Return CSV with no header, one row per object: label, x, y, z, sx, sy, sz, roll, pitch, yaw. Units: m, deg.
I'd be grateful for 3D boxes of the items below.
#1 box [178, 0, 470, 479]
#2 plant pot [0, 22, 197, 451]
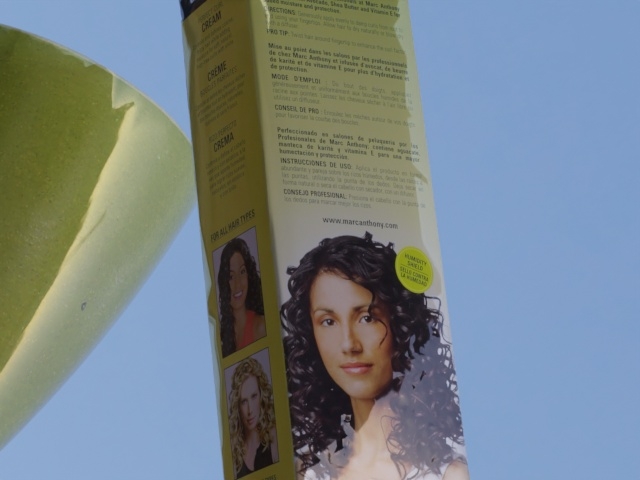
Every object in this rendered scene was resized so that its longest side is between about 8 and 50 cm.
box,0.000,0.000,0.788,0.058,0.087,0.232,-30,-118,52
plant pot,-0.268,0.028,1.496,0.274,0.293,0.275,18,-25,9
